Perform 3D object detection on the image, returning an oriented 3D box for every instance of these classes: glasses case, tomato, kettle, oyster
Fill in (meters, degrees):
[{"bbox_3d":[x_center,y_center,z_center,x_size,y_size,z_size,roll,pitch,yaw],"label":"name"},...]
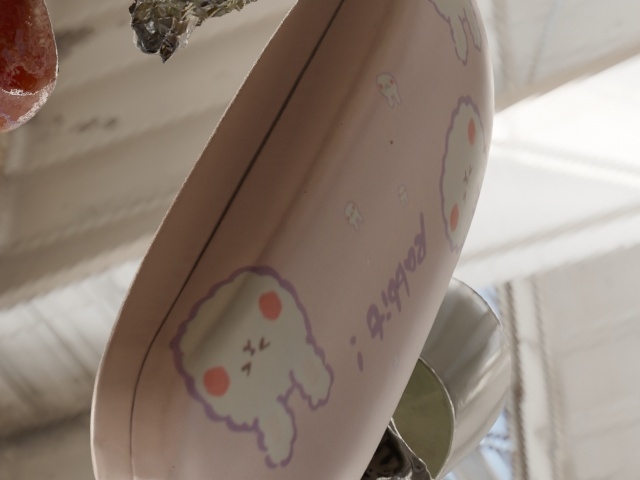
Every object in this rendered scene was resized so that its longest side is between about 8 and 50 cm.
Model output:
[{"bbox_3d":[0.000,0.000,0.679,0.075,0.113,0.297,1,-136,27],"label":"glasses case"},{"bbox_3d":[-0.282,-0.147,1.421,0.155,0.156,0.069,-20,-171,19],"label":"tomato"},{"bbox_3d":[0.040,0.082,1.305,0.160,0.211,0.243,-20,-179,10],"label":"kettle"},{"bbox_3d":[-0.054,-0.185,1.169,0.056,0.105,0.177,43,-80,21],"label":"oyster"}]

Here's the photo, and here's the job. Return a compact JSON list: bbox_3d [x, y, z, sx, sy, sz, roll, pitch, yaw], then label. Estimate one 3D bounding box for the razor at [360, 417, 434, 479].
[{"bbox_3d":[-0.013,0.143,0.895,0.148,0.090,0.054,-28,-120,-4],"label":"razor"}]
